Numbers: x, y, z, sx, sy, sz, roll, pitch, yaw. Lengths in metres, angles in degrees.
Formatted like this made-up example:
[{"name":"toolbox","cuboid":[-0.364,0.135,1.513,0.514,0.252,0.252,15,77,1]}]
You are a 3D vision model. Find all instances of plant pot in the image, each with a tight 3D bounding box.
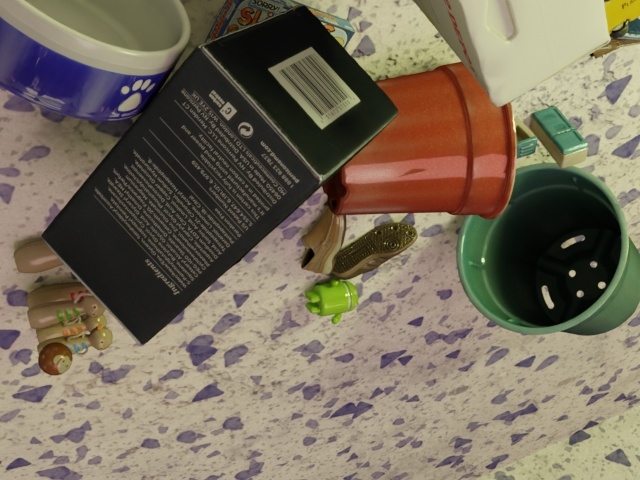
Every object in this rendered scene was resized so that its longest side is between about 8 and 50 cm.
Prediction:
[{"name":"plant pot","cuboid":[0.508,0.049,1.753,0.341,0.341,0.334,-41,148,19]},{"name":"plant pot","cuboid":[0.138,-0.155,1.365,0.265,0.272,0.272,-7,139,-10]}]

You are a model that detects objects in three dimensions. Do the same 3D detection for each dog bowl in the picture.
[{"name":"dog bowl","cuboid":[-0.290,-0.263,0.978,0.265,0.265,0.104,11,132,-37]}]

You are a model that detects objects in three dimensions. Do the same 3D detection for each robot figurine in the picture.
[{"name":"robot figurine","cuboid":[0.027,0.120,1.749,0.115,0.067,0.101,-8,109,-20]}]

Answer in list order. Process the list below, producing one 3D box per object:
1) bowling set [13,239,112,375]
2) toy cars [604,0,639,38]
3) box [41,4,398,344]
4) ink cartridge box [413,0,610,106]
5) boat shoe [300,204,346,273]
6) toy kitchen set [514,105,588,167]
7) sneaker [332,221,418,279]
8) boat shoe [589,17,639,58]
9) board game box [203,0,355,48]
[{"name":"bowling set","cuboid":[-0.411,0.141,1.438,0.154,0.200,0.287,-14,144,-17]},{"name":"toy cars","cuboid":[0.534,-0.495,1.317,0.177,0.087,0.393,1,131,-28]},{"name":"box","cuboid":[-0.133,-0.092,1.153,0.395,0.212,0.293,-41,-177,32]},{"name":"ink cartridge box","cuboid":[0.157,-0.385,0.986,0.160,0.384,0.279,-30,142,6]},{"name":"boat shoe","cuboid":[0.000,0.000,1.604,0.072,0.068,0.190,1,136,-13]},{"name":"toy kitchen set","cuboid":[0.368,-0.209,1.517,0.207,0.122,0.166,-18,141,-10]},{"name":"sneaker","cuboid":[0.109,0.022,1.701,0.188,0.066,0.071,-24,159,6]},{"name":"boat shoe","cuboid":[0.485,-0.356,1.468,0.183,0.066,0.066,0,141,-14]},{"name":"board game box","cuboid":[-0.065,-0.292,1.253,0.201,0.035,0.136,9,130,-36]}]
